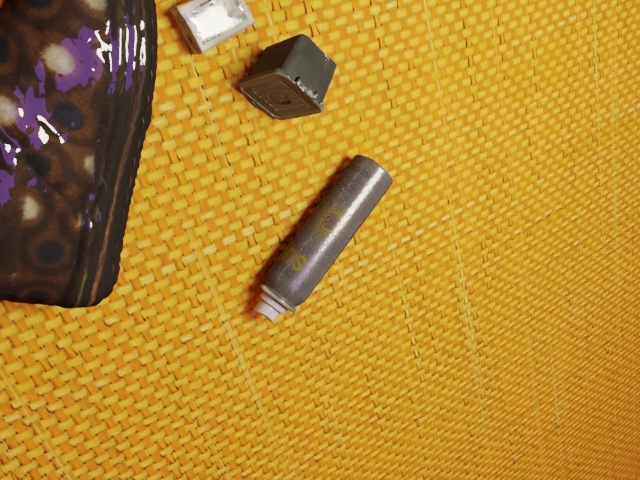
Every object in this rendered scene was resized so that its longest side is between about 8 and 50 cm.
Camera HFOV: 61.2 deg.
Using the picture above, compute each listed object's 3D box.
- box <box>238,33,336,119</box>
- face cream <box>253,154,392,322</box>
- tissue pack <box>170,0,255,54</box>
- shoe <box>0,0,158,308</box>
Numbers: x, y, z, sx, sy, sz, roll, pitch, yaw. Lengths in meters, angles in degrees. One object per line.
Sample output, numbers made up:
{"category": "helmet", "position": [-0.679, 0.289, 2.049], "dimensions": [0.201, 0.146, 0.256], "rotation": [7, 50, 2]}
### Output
{"category": "box", "position": [-0.041, -0.211, 0.702], "dimensions": [0.084, 0.122, 0.069], "rotation": [33, 74, -35]}
{"category": "face cream", "position": [0.000, 0.000, 0.812], "dimensions": [0.073, 0.073, 0.283], "rotation": [41, 82, -33]}
{"category": "tissue pack", "position": [-0.132, -0.276, 0.667], "dimensions": [0.083, 0.042, 0.062], "rotation": [-38, 122, -16]}
{"category": "shoe", "position": [-0.308, -0.112, 0.534], "dimensions": [0.237, 0.171, 0.384], "rotation": [4, 110, -36]}
